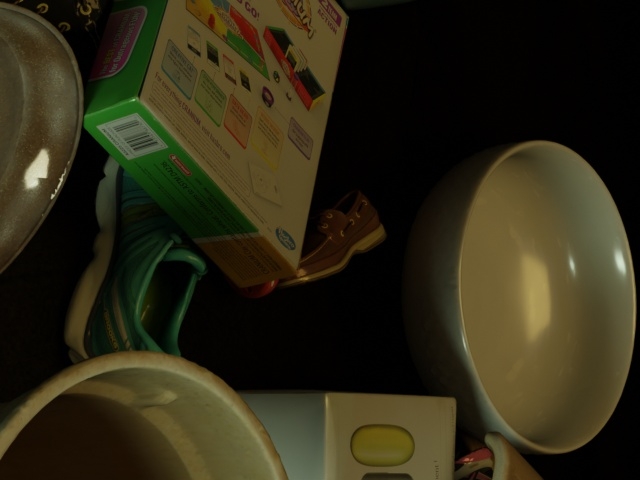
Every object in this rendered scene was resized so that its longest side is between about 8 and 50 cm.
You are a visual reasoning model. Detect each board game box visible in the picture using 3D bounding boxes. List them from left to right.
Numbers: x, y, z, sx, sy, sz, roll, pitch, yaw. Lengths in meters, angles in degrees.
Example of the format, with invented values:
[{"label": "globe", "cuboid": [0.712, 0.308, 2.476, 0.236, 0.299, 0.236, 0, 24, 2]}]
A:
[{"label": "board game box", "cuboid": [-0.082, -0.155, 1.605, 0.242, 0.064, 0.316, 49, 39, -38]}]

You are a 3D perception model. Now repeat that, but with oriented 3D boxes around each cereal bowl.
[{"label": "cereal bowl", "cuboid": [0.195, 0.062, 1.976, 0.339, 0.141, 0.338, 5, 84, -50]}]

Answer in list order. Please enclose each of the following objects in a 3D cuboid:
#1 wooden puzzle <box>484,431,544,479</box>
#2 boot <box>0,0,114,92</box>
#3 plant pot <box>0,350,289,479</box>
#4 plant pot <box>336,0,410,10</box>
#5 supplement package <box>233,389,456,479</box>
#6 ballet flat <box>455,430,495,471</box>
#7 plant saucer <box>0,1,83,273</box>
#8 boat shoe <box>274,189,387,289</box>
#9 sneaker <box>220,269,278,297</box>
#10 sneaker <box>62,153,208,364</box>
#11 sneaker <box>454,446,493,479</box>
[{"label": "wooden puzzle", "cuboid": [0.196, 0.403, 1.808, 0.322, 0.081, 0.347, 47, 43, -50]}, {"label": "boot", "cuboid": [-0.256, -0.196, 1.520, 0.179, 0.085, 0.236, -30, 110, -42]}, {"label": "plant pot", "cuboid": [-0.233, 0.247, 1.332, 0.334, 0.305, 0.333, 5, 84, -49]}, {"label": "plant pot", "cuboid": [0.044, -0.335, 1.764, 0.195, 0.290, 0.290, -46, 126, -6]}, {"label": "supplement package", "cuboid": [0.012, 0.240, 1.739, 0.203, 0.149, 0.194, 7, 82, -50]}, {"label": "ballet flat", "cuboid": [0.144, 0.313, 1.964, 0.073, 0.080, 0.232, 23, 64, -16]}, {"label": "plant saucer", "cuboid": [-0.311, -0.052, 1.361, 0.311, 0.050, 0.310, -34, 148, -26]}, {"label": "boat shoe", "cuboid": [0.001, 0.000, 1.818, 0.178, 0.064, 0.060, -34, 107, -52]}, {"label": "sneaker", "cuboid": [-0.041, -0.060, 1.754, 0.128, 0.087, 0.221, -8, 94, -48]}, {"label": "sneaker", "cuboid": [-0.135, -0.001, 1.619, 0.107, 0.110, 0.275, 29, 65, -44]}, {"label": "sneaker", "cuboid": [0.121, 0.276, 1.887, 0.178, 0.072, 0.077, -21, 82, -29]}]
